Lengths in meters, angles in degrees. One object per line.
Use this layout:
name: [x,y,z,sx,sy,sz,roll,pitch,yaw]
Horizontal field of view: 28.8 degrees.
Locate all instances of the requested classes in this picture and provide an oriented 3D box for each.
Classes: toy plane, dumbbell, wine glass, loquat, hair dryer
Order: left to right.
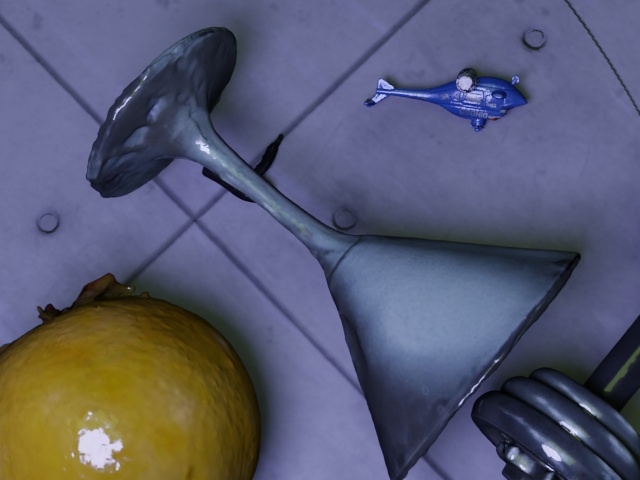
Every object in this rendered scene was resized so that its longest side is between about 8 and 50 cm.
loquat: [-0.186,0.166,1.138,0.275,0.275,0.274,-1,77,6]
hair dryer: [-0.072,-0.082,1.304,0.079,0.031,0.083,26,67,20]
wine glass: [0.000,0.000,1.148,0.406,0.267,0.267,38,84,12]
toy plane: [0.129,-0.146,1.284,0.167,0.054,0.062,6,103,7]
dumbbell: [0.297,0.092,1.135,0.179,0.179,0.406,39,81,13]
